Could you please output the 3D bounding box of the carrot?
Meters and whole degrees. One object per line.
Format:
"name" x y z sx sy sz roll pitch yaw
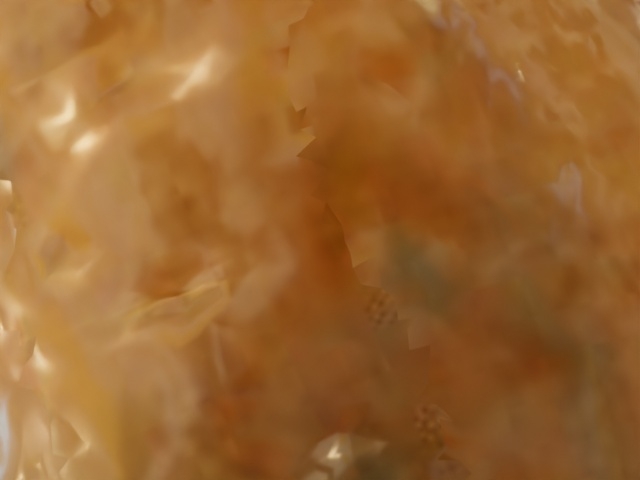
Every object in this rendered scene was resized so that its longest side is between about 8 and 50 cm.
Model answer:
"carrot" 0.000 0.000 0.469 0.224 0.340 0.224 -20 -11 -4
